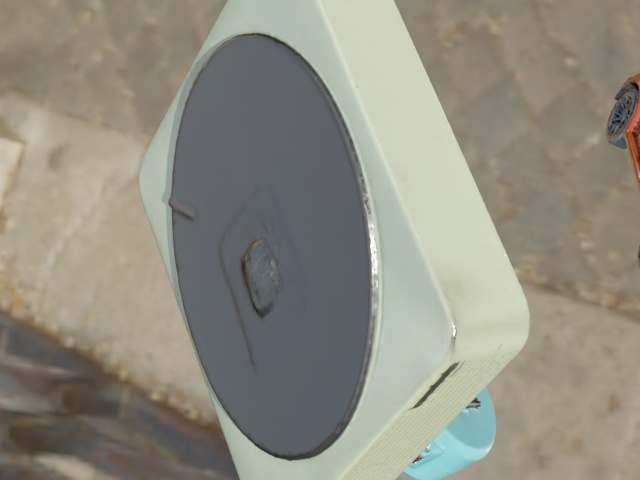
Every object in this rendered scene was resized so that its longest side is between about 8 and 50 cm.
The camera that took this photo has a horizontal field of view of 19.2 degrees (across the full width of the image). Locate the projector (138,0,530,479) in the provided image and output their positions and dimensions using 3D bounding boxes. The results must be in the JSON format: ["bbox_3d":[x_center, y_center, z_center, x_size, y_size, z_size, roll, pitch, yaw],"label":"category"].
[{"bbox_3d":[0.000,0.000,1.021,0.257,0.079,0.259,-53,52,51],"label":"projector"}]

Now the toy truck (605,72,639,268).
[{"bbox_3d":[0.278,-0.050,1.290,0.114,0.107,0.252,-58,17,30],"label":"toy truck"}]

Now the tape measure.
[{"bbox_3d":[0.083,0.132,1.535,0.081,0.146,0.125,-34,67,29],"label":"tape measure"}]
